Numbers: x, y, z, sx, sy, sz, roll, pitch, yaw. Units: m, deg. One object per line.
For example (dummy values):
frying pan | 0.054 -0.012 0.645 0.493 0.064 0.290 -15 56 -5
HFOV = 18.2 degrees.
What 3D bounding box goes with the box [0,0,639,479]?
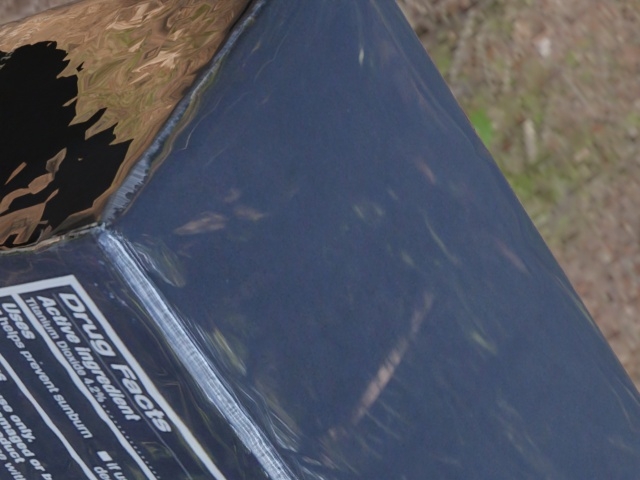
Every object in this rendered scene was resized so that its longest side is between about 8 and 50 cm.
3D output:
box | -0.060 0.072 0.756 0.294 0.183 0.296 -10 124 40
